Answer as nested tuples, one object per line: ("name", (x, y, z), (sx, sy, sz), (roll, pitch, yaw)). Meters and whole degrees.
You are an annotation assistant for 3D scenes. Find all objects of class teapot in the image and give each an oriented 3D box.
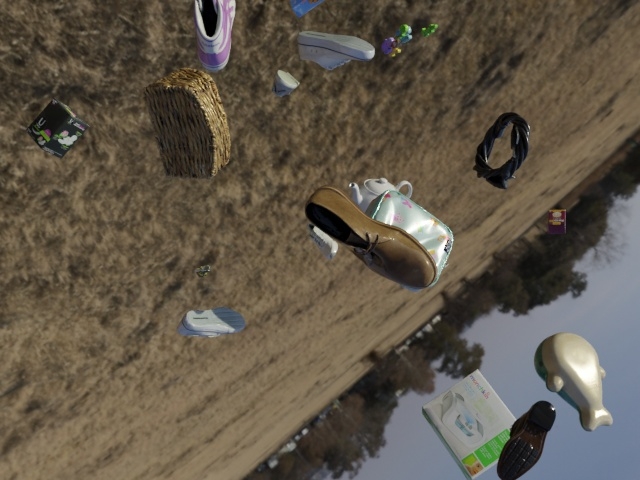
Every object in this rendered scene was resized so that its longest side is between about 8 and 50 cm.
("teapot", (0.249, -0.183, 2.320), (0.256, 0.252, 0.187), (-57, 167, -58))

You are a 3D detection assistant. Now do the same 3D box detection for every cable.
("cable", (0.372, -0.195, 1.128), (0.184, 0.047, 0.151), (-101, -159, -66))

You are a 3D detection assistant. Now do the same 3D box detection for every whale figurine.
("whale figurine", (0.713, 0.403, 1.537), (0.216, 0.272, 0.141), (-6, 155, -26))

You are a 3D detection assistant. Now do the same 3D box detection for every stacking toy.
("stacking toy", (0.252, -0.668, 1.789), (0.166, 0.052, 0.221), (-23, -174, -38))

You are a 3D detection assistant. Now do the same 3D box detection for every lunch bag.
("lunch bag", (0.242, 0.008, 1.551), (0.224, 0.279, 0.108), (-60, -170, -30))

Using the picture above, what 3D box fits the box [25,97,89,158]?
("box", (-0.486, -0.208, 0.999), (0.083, 0.062, 0.052), (-48, 159, 1))

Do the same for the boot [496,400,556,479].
("boot", (0.507, 0.502, 1.342), (0.219, 0.082, 0.106), (-51, 160, -10))

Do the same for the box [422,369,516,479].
("box", (0.500, 0.603, 1.762), (0.231, 0.262, 0.127), (-31, 152, -6))

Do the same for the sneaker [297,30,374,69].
("sneaker", (0.046, -0.556, 1.602), (0.094, 0.258, 0.091), (-39, 141, -40))

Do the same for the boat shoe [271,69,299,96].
("boat shoe", (-0.128, -0.540, 1.892), (0.081, 0.079, 0.227), (-48, -174, 16))

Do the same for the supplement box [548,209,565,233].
("supplement box", (0.800, -0.063, 1.827), (0.083, 0.054, 0.043), (-64, 145, -44))

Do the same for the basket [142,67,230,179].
("basket", (-0.371, -0.364, 1.661), (0.223, 0.213, 0.300), (-60, 148, -55))

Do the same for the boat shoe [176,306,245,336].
("boat shoe", (-0.330, 0.248, 1.618), (0.075, 0.083, 0.226), (-40, 146, 27))

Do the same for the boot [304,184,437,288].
("boot", (0.095, 0.009, 1.073), (0.112, 0.305, 0.115), (-56, 177, 21))

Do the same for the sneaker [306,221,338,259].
("sneaker", (0.000, 0.000, 1.483), (0.061, 0.152, 0.054), (27, 108, -33))

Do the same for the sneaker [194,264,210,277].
("sneaker", (-0.381, 0.103, 1.768), (0.031, 0.035, 0.083), (-32, -165, -35))

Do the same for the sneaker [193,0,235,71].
("sneaker", (-0.254, -0.568, 1.281), (0.102, 0.283, 0.161), (-6, 164, -6))

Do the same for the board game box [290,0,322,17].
("board game box", (0.010, -0.680, 1.379), (0.211, 0.160, 0.039), (-27, 139, 17))
